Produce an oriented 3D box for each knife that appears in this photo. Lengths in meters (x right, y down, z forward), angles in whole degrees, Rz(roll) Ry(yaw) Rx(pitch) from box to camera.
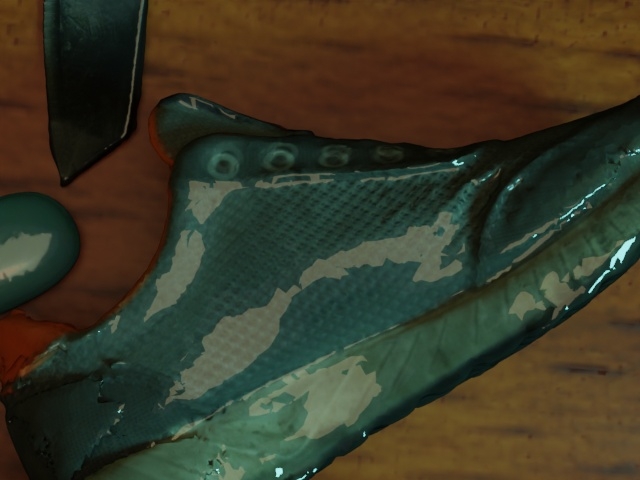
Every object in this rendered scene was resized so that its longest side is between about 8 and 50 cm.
[{"bbox_3d":[-0.099,-0.138,0.647,0.060,0.028,0.231,7,90,7],"label":"knife"},{"bbox_3d":[-0.207,0.046,0.623,0.222,0.031,0.064,-31,87,-9],"label":"knife"}]

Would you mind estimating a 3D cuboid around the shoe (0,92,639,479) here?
[{"bbox_3d":[0.000,0.000,0.605,0.336,0.132,0.171,-32,81,-3],"label":"shoe"}]
